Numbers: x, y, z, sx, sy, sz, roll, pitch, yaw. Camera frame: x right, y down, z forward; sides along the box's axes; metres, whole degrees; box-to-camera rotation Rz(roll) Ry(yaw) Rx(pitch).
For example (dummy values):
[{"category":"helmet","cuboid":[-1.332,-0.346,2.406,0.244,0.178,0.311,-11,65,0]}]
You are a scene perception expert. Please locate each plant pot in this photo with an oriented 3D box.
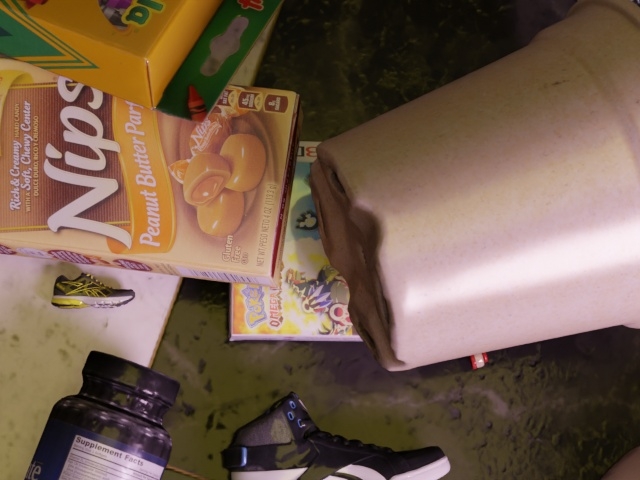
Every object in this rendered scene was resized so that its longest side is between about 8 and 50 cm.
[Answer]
[{"category":"plant pot","cuboid":[0.166,-0.030,1.366,0.305,0.334,0.334,-18,83,-11]}]

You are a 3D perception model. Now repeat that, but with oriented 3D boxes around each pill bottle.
[{"category":"pill bottle","cuboid":[-0.213,0.222,1.384,0.123,0.123,0.219,20,78,-3]}]

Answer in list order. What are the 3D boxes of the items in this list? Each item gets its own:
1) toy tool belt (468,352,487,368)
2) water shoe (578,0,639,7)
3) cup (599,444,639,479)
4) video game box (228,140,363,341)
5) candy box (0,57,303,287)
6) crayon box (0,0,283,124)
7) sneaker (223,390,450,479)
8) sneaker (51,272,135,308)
[{"category":"toy tool belt","cuboid":[0.169,0.085,1.494,0.051,0.052,0.083,-14,83,-1]},{"category":"water shoe","cuboid":[0.313,-0.269,1.559,0.073,0.080,0.203,-35,86,-11]},{"category":"cup","cuboid":[0.424,0.334,1.388,0.331,0.237,0.331,1,79,-7]},{"category":"video game box","cuboid":[0.000,0.000,1.490,0.187,0.048,0.205,0,80,-5]},{"category":"candy box","cuboid":[-0.186,-0.066,1.432,0.316,0.087,0.183,7,79,4]},{"category":"crayon box","cuboid":[-0.211,-0.254,1.422,0.318,0.081,0.202,21,59,13]},{"category":"sneaker","cuboid":[0.012,0.201,1.438,0.217,0.079,0.121,-13,83,-8]},{"category":"sneaker","cuboid":[-0.227,0.049,1.459,0.083,0.031,0.035,-1,80,-7]}]
